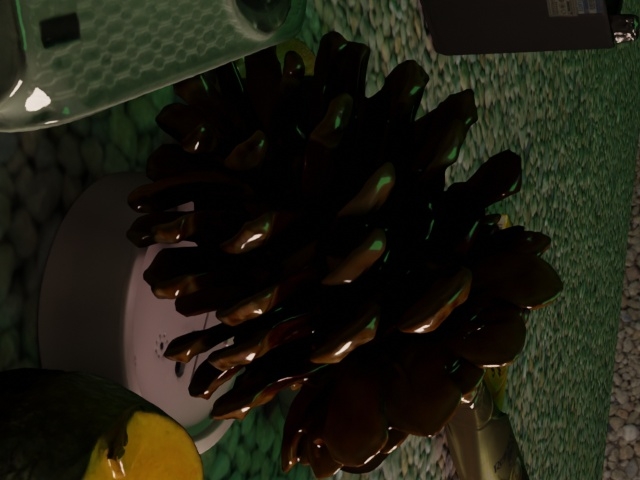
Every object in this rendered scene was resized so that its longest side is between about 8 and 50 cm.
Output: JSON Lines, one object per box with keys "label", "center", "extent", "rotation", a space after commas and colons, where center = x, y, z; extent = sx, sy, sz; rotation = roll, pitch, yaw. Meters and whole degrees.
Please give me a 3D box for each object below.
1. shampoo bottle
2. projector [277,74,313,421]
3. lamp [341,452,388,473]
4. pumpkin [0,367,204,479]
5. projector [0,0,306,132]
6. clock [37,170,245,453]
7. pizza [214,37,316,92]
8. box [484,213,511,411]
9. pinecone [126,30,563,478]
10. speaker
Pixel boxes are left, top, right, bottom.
{"label": "shampoo bottle", "center": [0.229, 0.290, 1.595], "extent": [0.350, 0.084, 0.125], "rotation": [66, 37, -45]}
{"label": "projector", "center": [-0.002, 0.028, 0.933], "extent": [0.337, 0.108, 0.108], "rotation": [82, 24, -44]}
{"label": "lamp", "center": [0.037, 0.176, 1.115], "extent": [0.107, 0.092, 0.107], "rotation": [3, 90, -66]}
{"label": "pumpkin", "center": [-0.172, 0.218, 0.587], "extent": [0.222, 0.139, 0.317], "rotation": [55, 46, -60]}
{"label": "projector", "center": [-0.143, -0.127, 0.525], "extent": [0.250, 0.198, 0.108], "rotation": [-38, 127, -60]}
{"label": "clock", "center": [-0.111, 0.049, 0.788], "extent": [0.197, 0.068, 0.196], "rotation": [3, 90, -67]}
{"label": "pizza", "center": [-0.030, -0.107, 0.998], "extent": [0.262, 0.034, 0.181], "rotation": [-20, 111, -62]}
{"label": "box", "center": [0.258, 0.113, 1.690], "extent": [0.152, 0.044, 0.269], "rotation": [56, 42, -54]}
{"label": "pinecone", "center": [0.007, -0.007, 0.672], "extent": [0.264, 0.264, 0.264], "rotation": [3, 90, -67]}
{"label": "speaker", "center": [0.265, -0.369, 1.390], "extent": [0.184, 0.254, 0.232], "rotation": [61, 38, -49]}
